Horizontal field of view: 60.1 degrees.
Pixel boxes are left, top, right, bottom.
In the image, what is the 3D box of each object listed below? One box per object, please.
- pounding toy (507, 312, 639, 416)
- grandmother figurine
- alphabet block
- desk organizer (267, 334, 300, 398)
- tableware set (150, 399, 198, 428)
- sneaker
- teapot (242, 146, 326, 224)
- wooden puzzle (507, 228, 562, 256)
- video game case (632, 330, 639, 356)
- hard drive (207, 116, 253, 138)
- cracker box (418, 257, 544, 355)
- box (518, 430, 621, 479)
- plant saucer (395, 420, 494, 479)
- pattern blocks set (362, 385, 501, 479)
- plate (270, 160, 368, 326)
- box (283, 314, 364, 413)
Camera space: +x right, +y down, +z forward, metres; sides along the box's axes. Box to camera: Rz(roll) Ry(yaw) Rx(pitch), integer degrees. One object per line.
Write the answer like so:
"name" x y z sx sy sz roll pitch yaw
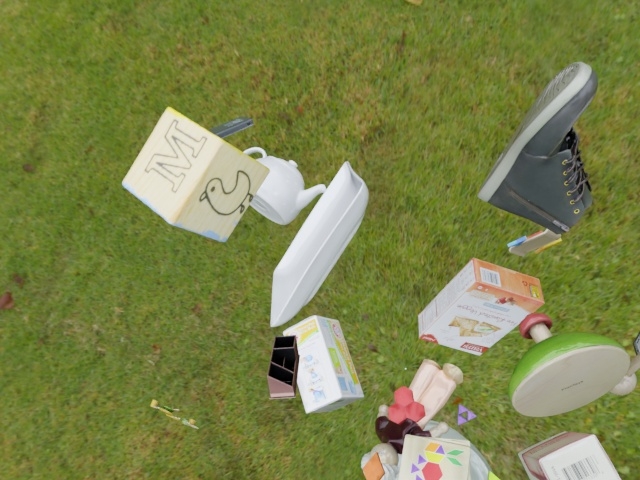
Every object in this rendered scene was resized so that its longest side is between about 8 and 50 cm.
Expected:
"pounding toy" 0.389 0.175 0.866 0.237 0.182 0.110 -7 44 -9
"grandmother figurine" 0.213 0.448 1.368 0.104 0.208 0.342 51 59 -16
"alphabet block" -0.266 -0.138 1.195 0.193 0.192 0.197 34 95 28
"desk organizer" -0.068 0.232 1.029 0.047 0.130 0.050 -5 113 4
"tableware set" -0.433 0.513 1.639 0.154 0.104 0.024 38 60 -25
"sneaker" 0.278 -0.097 0.630 0.118 0.222 0.083 29 62 7
"teapot" -0.147 -0.188 1.802 0.256 0.253 0.187 41 76 -20
"wooden puzzle" 0.354 0.002 0.915 0.079 0.116 0.014 -31 63 25
"video game case" 0.842 0.227 1.325 0.035 0.275 0.248 19 117 11
"hard drive" -0.276 -0.331 1.640 0.135 0.094 0.022 -28 117 -19
"cracker box" 0.327 0.146 1.161 0.156 0.232 0.067 17 48 -12
"box" 0.600 0.557 1.353 0.149 0.232 0.126 -25 72 -1
"plant saucer" 0.358 0.663 1.503 0.400 0.401 0.100 49 132 15
"pattern blocks set" 0.231 0.489 1.129 0.286 0.026 0.324 15 69 19
"plate" 0.000 0.000 0.989 0.045 0.277 0.278 31 102 -10
"box" 0.006 0.294 1.318 0.103 0.114 0.203 -30 63 22
